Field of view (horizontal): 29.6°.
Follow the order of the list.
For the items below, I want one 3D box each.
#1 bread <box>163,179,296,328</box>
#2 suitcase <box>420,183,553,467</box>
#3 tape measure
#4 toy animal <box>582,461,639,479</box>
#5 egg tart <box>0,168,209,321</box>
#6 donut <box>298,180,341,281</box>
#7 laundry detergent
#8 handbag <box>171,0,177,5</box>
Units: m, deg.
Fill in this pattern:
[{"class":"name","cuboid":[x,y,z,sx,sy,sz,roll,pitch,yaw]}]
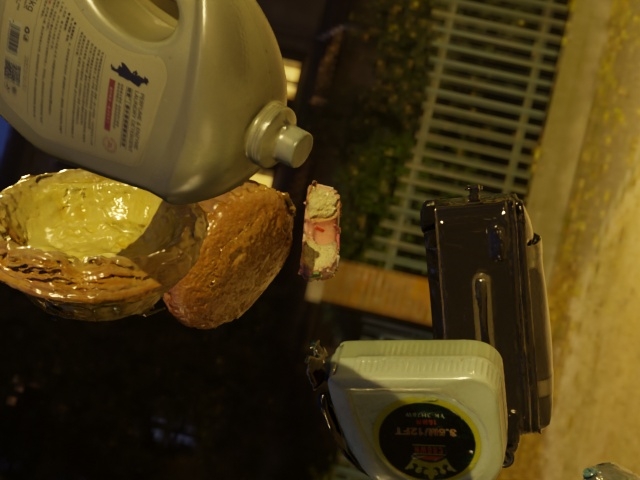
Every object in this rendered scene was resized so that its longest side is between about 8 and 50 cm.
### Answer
[{"class":"bread","cuboid":[-0.147,0.014,1.746,0.240,0.139,0.240,-44,-26,-28]},{"class":"suitcase","cuboid":[0.269,0.125,1.946,0.283,0.194,0.433,-42,-55,-82]},{"class":"tape measure","cuboid":[0.111,0.216,1.495,0.115,0.235,0.207,-70,-26,-56]},{"class":"toy animal","cuboid":[0.320,0.294,1.290,0.253,0.079,0.070,-39,-58,-78]},{"class":"egg tart","cuboid":[-0.203,0.007,1.076,0.212,0.213,0.090,-69,-9,-59]},{"class":"donut","cuboid":[0.000,0.000,1.924,0.117,0.065,0.166,96,179,-63]},{"class":"laundry detergent","cuboid":[-0.114,-0.115,0.827,0.091,0.253,0.181,-30,-40,-52]},{"class":"handbag","cuboid":[-0.224,-0.354,1.580,0.288,0.152,0.342,60,-170,7]}]
